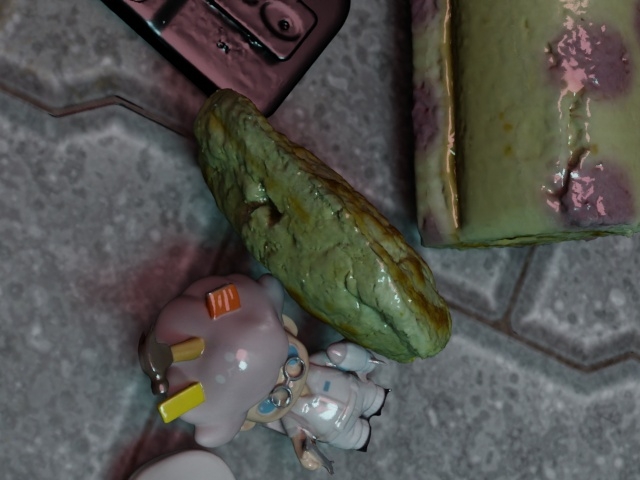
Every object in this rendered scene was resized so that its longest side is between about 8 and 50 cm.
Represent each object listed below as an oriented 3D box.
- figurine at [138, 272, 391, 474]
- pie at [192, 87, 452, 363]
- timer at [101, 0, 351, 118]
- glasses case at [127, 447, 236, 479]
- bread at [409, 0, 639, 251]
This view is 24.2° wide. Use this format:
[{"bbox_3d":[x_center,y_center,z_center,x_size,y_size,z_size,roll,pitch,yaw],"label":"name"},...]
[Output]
[{"bbox_3d":[-0.046,0.096,1.125,0.229,0.112,0.137,27,85,-31],"label":"figurine"},{"bbox_3d":[0.000,0.000,1.095,0.090,0.201,0.248,-45,67,-2],"label":"pie"},{"bbox_3d":[-0.075,-0.199,1.157,0.187,0.055,0.144,41,73,-14],"label":"timer"},{"bbox_3d":[-0.078,0.270,1.123,0.092,0.059,0.233,-20,95,-22],"label":"glasses case"},{"bbox_3d":[0.172,-0.164,1.181,0.155,0.187,0.338,1,86,-45],"label":"bread"}]
